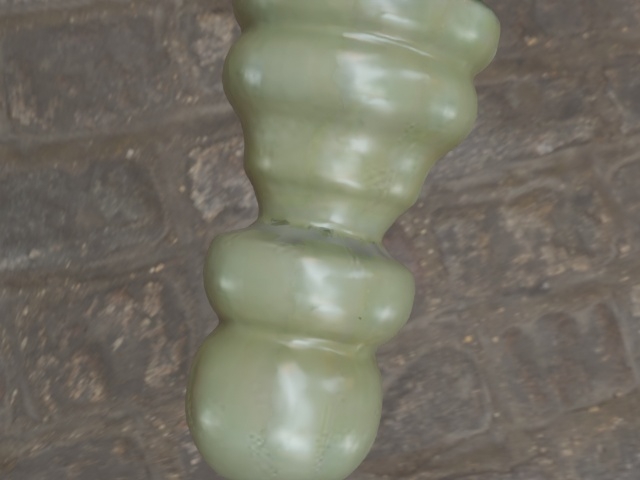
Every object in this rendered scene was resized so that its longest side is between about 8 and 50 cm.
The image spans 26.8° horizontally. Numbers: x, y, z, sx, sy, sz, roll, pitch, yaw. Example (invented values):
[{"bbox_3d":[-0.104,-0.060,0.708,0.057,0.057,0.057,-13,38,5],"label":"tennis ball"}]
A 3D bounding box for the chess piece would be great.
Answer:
[{"bbox_3d":[0.000,0.000,0.868,0.182,0.182,0.331,12,89,-14],"label":"chess piece"}]
